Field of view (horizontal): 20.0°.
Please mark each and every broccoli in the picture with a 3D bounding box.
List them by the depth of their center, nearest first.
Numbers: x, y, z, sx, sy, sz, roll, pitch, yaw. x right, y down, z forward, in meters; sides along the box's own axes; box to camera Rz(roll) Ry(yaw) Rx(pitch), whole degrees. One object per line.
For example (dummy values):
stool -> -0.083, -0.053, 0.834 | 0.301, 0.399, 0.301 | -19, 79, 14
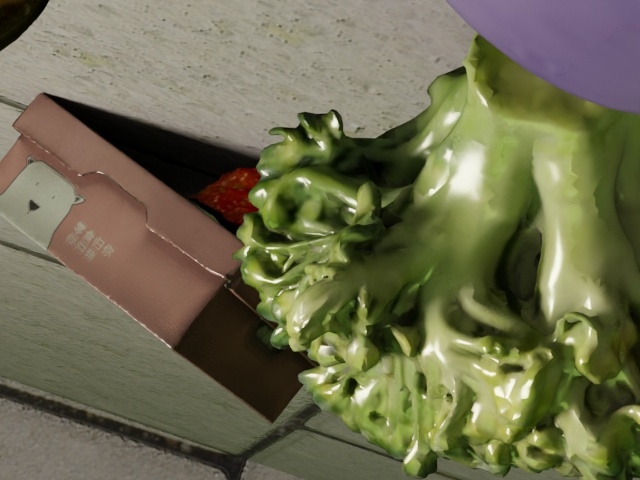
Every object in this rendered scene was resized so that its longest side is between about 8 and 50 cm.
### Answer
broccoli -> 0.116, -0.006, 0.854 | 0.248, 0.288, 0.245 | 52, 165, 29

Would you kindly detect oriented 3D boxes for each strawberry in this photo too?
strawberry -> 0.000, 0.000, 1.234 | 0.187, 0.082, 0.146 | 29, 172, -12

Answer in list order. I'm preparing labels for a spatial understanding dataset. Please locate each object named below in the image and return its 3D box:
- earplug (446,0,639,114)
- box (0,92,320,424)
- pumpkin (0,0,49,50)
earplug -> 0.116, -0.139, 0.346 | 0.215, 0.215, 0.456 | 18, 169, -2
box -> -0.111, 0.018, 1.282 | 0.215, 0.086, 0.215 | 35, 174, 26
pumpkin -> -0.193, -0.187, 0.720 | 0.248, 0.126, 0.131 | 41, 168, -12
